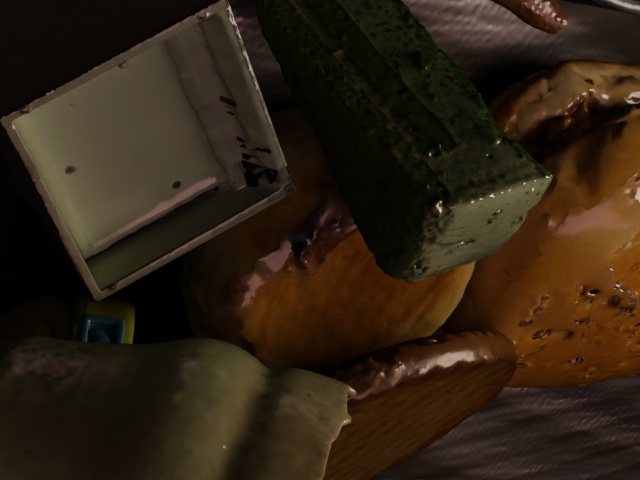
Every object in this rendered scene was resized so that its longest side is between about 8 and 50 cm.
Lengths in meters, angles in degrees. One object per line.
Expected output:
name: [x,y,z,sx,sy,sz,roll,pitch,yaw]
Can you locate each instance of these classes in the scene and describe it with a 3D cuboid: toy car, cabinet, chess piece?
toy car: [-0.203,0.148,1.083,0.142,0.200,0.248,8,127,-8]
cabinet: [-0.131,-0.103,0.902,0.150,0.206,0.145,-30,135,-11]
chess piece: [-0.224,0.113,0.867,0.442,0.234,0.234,20,117,1]

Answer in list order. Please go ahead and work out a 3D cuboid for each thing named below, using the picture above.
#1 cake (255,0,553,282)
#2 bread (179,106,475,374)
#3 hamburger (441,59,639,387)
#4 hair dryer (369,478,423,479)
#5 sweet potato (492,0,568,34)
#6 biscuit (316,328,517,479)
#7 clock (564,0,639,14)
cake: [0.049,-0.099,1.008,0.100,0.235,0.099,-20,168,-27]
bread: [0.000,0.000,1.132,0.244,0.134,0.244,-17,128,-23]
hamburger: [0.234,-0.001,1.273,0.304,0.174,0.284,-1,136,-26]
hair dryer: [-0.032,0.301,1.411,0.206,0.075,0.237,8,126,-46]
sweet potato: [0.087,-0.250,1.043,0.314,0.066,0.072,51,48,-44]
biscuit: [0.003,0.149,1.154,0.318,0.040,0.318,-23,162,-8]
clock: [0.234,-0.308,1.049,0.319,0.066,0.319,-19,122,-32]
